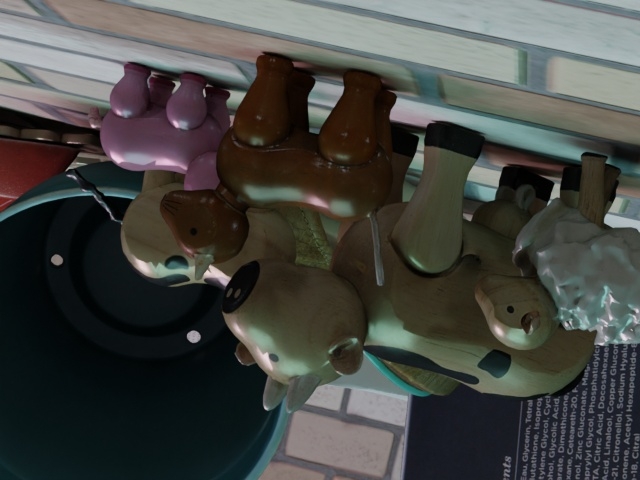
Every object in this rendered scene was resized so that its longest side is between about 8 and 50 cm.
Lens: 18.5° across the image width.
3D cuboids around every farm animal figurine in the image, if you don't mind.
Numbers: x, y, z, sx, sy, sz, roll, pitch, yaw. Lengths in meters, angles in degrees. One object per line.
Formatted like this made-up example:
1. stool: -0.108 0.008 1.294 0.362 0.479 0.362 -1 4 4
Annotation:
1. farm animal figurine: 0.020 0.018 1.111 0.326 0.172 0.330 14 176 -11

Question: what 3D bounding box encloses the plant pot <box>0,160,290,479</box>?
1. plant pot: -0.148 0.057 1.514 0.271 0.272 0.255 13 -163 -2

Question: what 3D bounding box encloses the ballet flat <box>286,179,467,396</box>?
1. ballet flat: 0.041 0.016 1.378 0.342 0.124 0.116 34 -154 -48

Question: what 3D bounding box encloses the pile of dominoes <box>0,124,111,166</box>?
1. pile of dominoes: -0.275 -0.096 1.622 0.251 0.040 0.196 5 176 -2

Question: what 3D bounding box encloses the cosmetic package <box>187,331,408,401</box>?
1. cosmetic package: -0.071 0.066 2.179 0.217 0.156 0.385 14 175 -42

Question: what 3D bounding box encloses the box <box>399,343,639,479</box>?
1. box: 0.301 0.164 1.500 0.293 0.212 0.395 17 164 -40

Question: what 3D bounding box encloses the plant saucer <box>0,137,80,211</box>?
1. plant saucer: -0.347 -0.059 1.630 0.259 0.048 0.258 6 176 -16
